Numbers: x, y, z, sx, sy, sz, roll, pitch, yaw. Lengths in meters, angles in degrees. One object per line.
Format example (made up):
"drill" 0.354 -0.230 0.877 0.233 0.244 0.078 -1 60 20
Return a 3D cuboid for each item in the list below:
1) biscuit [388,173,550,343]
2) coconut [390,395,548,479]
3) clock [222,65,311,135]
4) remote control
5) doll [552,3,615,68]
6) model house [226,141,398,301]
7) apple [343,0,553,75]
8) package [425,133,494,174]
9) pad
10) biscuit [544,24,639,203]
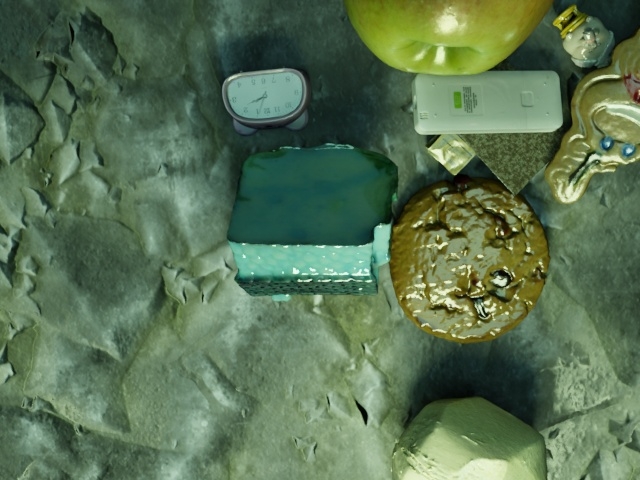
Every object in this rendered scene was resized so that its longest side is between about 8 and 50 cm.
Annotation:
"biscuit" 0.252 0.035 1.428 0.296 0.075 0.296 0 98 3
"coconut" 0.256 0.395 1.381 0.247 0.245 0.245 29 102 37
"clock" -0.091 -0.236 1.421 0.152 0.050 0.110 -5 98 5
"remote control" 0.274 -0.227 1.371 0.250 0.034 0.103 -3 85 -11
"doll" 0.436 -0.323 1.357 0.073 0.084 0.127 -41 87 9
"model house" 0.000 0.000 1.405 0.261 0.226 0.241 1 136 7
"apple" 0.187 -0.404 1.235 0.338 0.338 0.305 19 90 1
"package" 0.244 -0.179 1.409 0.071 0.047 0.131 44 98 -6
"pad" 0.297 -0.211 1.395 0.158 0.003 0.235 -44 94 -13
"biscuit" 0.475 -0.188 1.327 0.183 0.047 0.320 45 119 4
